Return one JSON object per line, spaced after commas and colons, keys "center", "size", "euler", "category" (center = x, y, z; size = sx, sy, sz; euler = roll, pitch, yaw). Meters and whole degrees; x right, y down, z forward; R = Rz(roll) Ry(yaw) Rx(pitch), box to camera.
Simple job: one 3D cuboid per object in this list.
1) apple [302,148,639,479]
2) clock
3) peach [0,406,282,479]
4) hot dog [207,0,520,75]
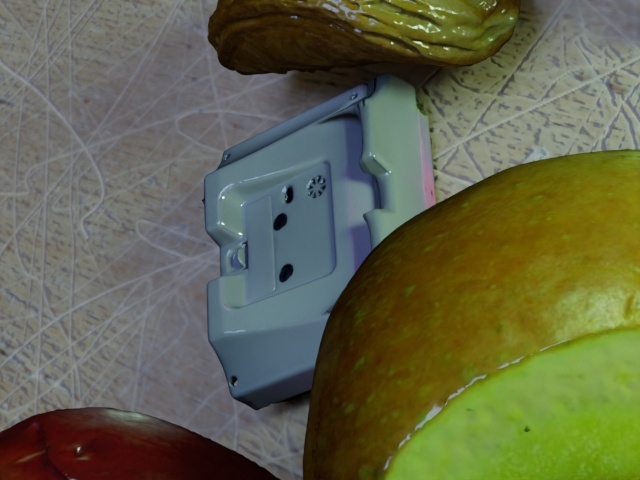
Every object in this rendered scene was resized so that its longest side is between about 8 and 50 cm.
{"center": [0.177, 0.136, 1.122], "size": [0.374, 0.374, 0.384], "euler": [-15, 48, 36], "category": "apple"}
{"center": [0.000, 0.000, 1.534], "size": [0.186, 0.083, 0.253], "euler": [-24, 55, 31], "category": "clock"}
{"center": [-0.114, 0.328, 1.333], "size": [0.416, 0.353, 0.339], "euler": [35, 111, 6], "category": "peach"}
{"center": [0.034, -0.200, 1.560], "size": [0.272, 0.196, 0.122], "euler": [2, 115, 46], "category": "hot dog"}
